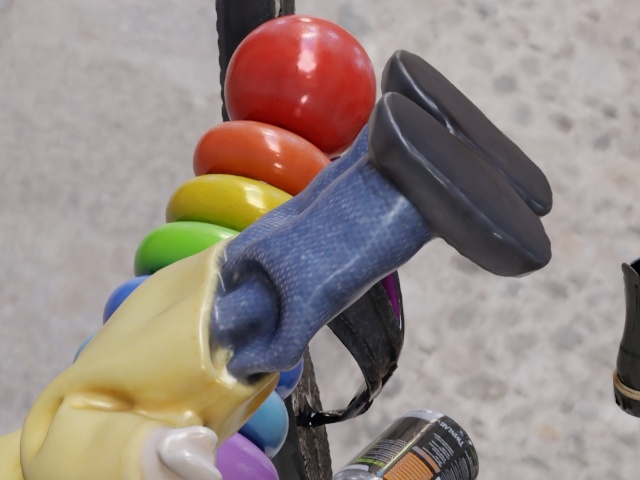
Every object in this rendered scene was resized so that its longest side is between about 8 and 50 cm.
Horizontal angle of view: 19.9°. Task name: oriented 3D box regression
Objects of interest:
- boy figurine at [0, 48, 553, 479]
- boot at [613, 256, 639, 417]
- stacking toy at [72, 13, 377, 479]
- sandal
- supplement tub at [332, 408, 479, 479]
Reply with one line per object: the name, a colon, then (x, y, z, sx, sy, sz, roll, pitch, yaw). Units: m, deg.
boy figurine: (-0.046, 0.058, 0.672, 0.092, 0.285, 0.177, 43, 18, -10)
boot: (0.315, 0.047, 1.389, 0.198, 0.137, 0.077, -22, 40, -20)
stacking toy: (-0.049, 0.020, 1.022, 0.141, 0.141, 0.330, 21, 66, 0)
sandal: (0.000, -0.001, 1.260, 0.107, 0.445, 0.167, -3, 21, 6)
supplement tub: (0.079, 0.272, 1.966, 0.117, 0.117, 0.190, 37, 42, 16)
